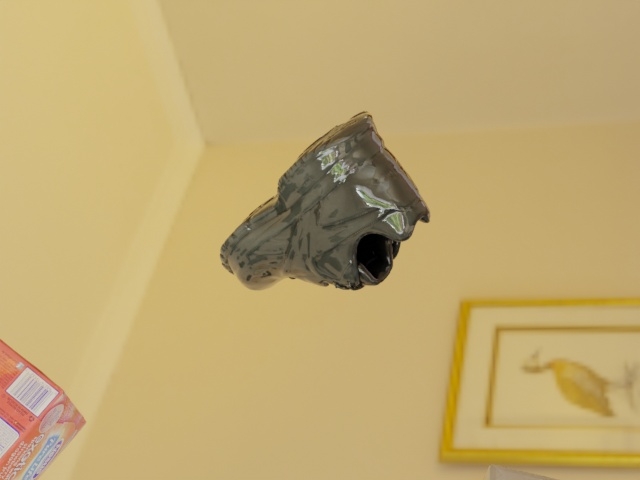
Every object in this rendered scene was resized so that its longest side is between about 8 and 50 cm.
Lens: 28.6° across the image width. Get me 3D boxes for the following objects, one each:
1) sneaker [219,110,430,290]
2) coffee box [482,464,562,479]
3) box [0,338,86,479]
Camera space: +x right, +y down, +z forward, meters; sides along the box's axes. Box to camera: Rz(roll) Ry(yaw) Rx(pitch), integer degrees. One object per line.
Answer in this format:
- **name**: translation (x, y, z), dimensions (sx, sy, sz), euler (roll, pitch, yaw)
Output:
- **sneaker**: translation (0.000, 0.000, 1.148), dimensions (0.109, 0.130, 0.286), euler (-41, -2, -30)
- **coffee box**: translation (0.211, 0.433, 1.497), dimensions (0.168, 0.119, 0.297), euler (-80, 5, -50)
- **box**: translation (-0.420, 0.149, 1.347), dimensions (0.154, 0.300, 0.142), euler (-51, -14, -17)
